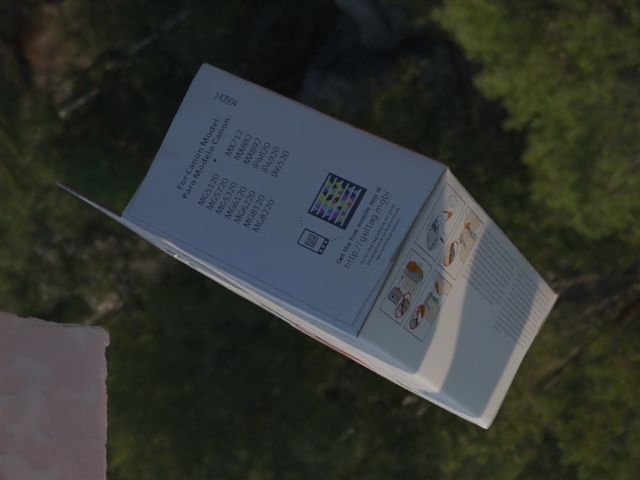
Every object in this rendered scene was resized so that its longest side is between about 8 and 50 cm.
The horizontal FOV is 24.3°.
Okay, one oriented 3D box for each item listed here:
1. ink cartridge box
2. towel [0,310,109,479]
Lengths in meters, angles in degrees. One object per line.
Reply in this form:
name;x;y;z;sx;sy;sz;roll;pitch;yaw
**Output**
ink cartridge box;0.000;0.000;1.111;0.272;0.130;0.309;26;174;27
towel;-0.306;0.174;0.995;0.053;0.332;0.317;124;149;-48
